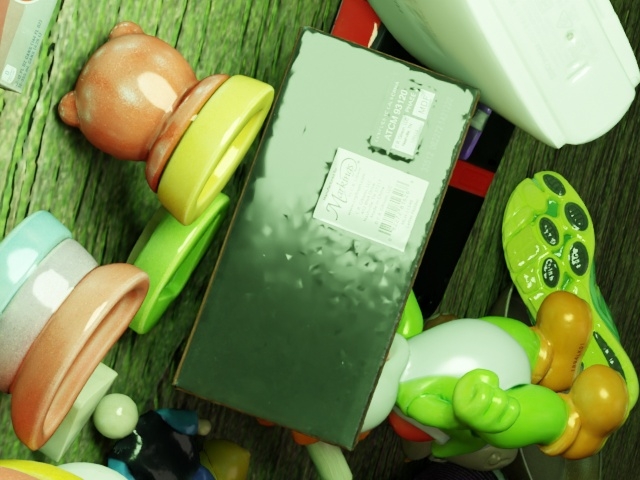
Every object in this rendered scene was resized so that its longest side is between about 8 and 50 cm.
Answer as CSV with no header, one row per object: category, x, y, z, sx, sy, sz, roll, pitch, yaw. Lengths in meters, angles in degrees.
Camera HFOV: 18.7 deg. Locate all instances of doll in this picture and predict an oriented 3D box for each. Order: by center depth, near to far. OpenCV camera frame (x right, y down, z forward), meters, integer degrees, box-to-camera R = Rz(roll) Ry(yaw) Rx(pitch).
doll,-0.134,0.202,1.630,0.129,0.046,0.189,-45,124,-25

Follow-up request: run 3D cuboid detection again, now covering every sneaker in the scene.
sneaker,0.277,0.068,2.241,0.123,0.109,0.295,155,-82,-87

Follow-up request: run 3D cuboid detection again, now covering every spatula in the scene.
spatula,0.134,-0.115,1.769,0.296,0.030,0.084,-4,119,-83

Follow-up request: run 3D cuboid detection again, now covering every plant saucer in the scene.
plant saucer,0.256,0.188,2.286,0.310,0.050,0.310,39,44,-52

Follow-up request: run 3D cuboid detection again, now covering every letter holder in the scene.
letter holder,0.000,0.000,1.612,0.214,0.152,0.302,159,-49,-87

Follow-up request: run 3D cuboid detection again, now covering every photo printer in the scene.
photo printer,0.102,-0.228,1.559,0.107,0.307,0.256,-38,125,-6

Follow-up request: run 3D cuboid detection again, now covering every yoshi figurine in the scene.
yoshi figurine,0.100,0.091,1.763,0.362,0.203,0.203,5,81,-22

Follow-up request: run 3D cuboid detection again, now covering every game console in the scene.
game console,0.081,-0.097,1.900,0.386,0.060,0.342,14,100,-62

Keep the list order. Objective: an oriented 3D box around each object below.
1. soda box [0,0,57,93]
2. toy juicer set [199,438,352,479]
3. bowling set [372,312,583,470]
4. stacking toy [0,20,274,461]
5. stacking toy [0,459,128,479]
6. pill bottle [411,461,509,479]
soda box,-0.199,-0.235,1.243,0.092,0.083,0.263,27,83,-64
toy juicer set,-0.076,0.265,1.806,0.329,0.089,0.209,-26,117,-44
bowling set,0.116,0.162,2.044,0.154,0.200,0.287,13,123,-42
stacking toy,-0.180,0.005,1.467,0.309,0.130,0.279,-55,175,-23
stacking toy,-0.219,0.267,1.358,0.480,0.350,0.351,-33,137,-72
pill bottle,0.149,0.302,2.210,0.193,0.108,0.108,-35,136,-49
